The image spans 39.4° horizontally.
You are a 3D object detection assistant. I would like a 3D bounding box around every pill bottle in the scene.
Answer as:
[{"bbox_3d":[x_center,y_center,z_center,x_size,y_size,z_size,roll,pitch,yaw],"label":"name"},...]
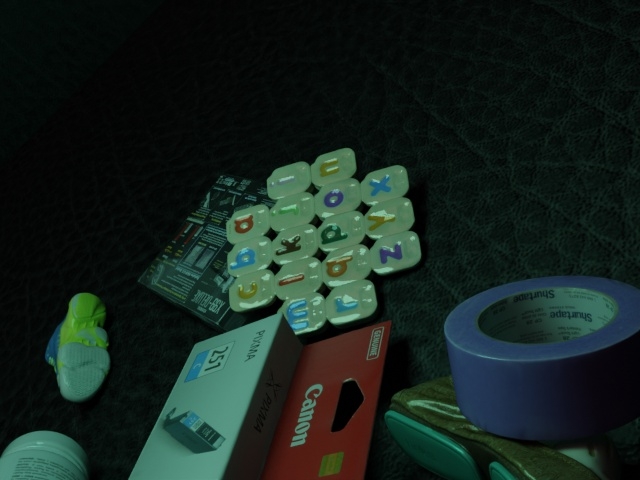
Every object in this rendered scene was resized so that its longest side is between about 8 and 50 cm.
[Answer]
[{"bbox_3d":[-0.392,0.380,1.186,0.160,0.160,0.283,-41,17,7],"label":"pill bottle"}]

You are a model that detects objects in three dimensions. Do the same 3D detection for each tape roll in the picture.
[{"bbox_3d":[0.215,0.104,0.834,0.189,0.080,0.189,-12,17,4],"label":"tape roll"}]

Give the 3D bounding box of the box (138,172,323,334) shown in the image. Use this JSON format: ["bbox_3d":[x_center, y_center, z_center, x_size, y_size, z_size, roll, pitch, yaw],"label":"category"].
[{"bbox_3d":[-0.136,0.020,1.419,0.242,0.076,0.307,-54,33,-14],"label":"box"}]

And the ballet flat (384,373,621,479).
[{"bbox_3d":[0.193,0.206,0.825,0.124,0.116,0.342,-33,25,-16],"label":"ballet flat"}]

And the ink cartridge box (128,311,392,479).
[{"bbox_3d":[-0.063,0.188,1.003,0.261,0.066,0.296,-21,24,22],"label":"ink cartridge box"}]

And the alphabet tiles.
[{"bbox_3d":[0.000,0.000,1.245,0.278,0.021,0.284,-16,55,14],"label":"alphabet tiles"}]

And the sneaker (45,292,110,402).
[{"bbox_3d":[-0.426,0.208,1.554,0.126,0.091,0.240,-50,27,30],"label":"sneaker"}]
